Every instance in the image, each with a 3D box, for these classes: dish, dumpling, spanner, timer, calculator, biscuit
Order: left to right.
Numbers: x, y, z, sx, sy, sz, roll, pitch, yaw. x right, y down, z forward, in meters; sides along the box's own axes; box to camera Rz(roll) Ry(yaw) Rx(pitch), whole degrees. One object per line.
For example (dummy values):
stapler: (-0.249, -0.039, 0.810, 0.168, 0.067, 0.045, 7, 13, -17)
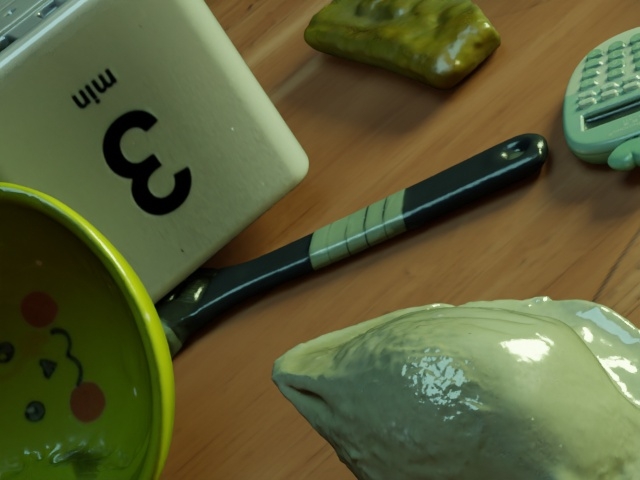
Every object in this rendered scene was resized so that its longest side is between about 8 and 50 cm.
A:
dish: (-0.194, 0.094, 1.201, 0.262, 0.221, 0.108, -30, -8, 18)
timer: (-0.158, -0.078, 1.327, 0.192, 0.195, 0.194, -40, 27, -12)
spanner: (0.000, 0.000, 1.275, 0.316, 0.024, 0.087, -25, 28, 11)
biscuit: (0.092, -0.183, 1.424, 0.183, 0.039, 0.174, -46, 34, -19)
dumpling: (0.091, 0.081, 1.009, 0.216, 0.126, 0.166, -2, 27, 42)
calculator: (0.195, -0.087, 1.229, 0.095, 0.021, 0.153, -20, 34, 18)
